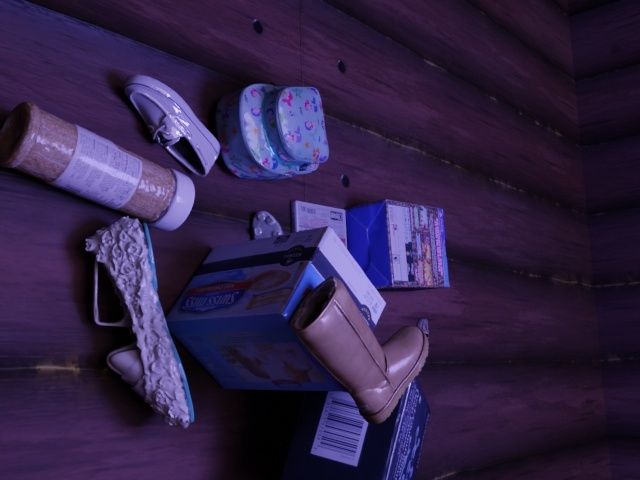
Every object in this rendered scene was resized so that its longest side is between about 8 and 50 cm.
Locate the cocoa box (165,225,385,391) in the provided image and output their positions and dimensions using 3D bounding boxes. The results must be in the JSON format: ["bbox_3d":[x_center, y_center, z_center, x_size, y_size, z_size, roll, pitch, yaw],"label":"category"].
[{"bbox_3d":[-0.094,0.148,1.463,0.231,0.347,0.228,54,47,-28],"label":"cocoa box"}]

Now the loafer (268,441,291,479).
[{"bbox_3d":[-0.058,0.566,1.631,0.078,0.076,0.223,-5,83,-43],"label":"loafer"}]

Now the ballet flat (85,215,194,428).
[{"bbox_3d":[-0.348,0.162,1.354,0.147,0.147,0.409,-14,90,-50],"label":"ballet flat"}]

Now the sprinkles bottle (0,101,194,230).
[{"bbox_3d":[-0.400,-0.126,1.331,0.355,0.121,0.121,25,63,-45],"label":"sprinkles bottle"}]

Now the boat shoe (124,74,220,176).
[{"bbox_3d":[-0.304,-0.231,1.490,0.258,0.095,0.084,41,49,-36],"label":"boat shoe"}]

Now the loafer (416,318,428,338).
[{"bbox_3d":[0.307,0.289,2.156,0.045,0.039,0.125,42,53,-36],"label":"loafer"}]

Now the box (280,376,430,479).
[{"bbox_3d":[0.093,0.446,1.588,0.395,0.211,0.294,62,42,-63],"label":"box"}]

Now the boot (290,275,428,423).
[{"bbox_3d":[0.084,0.169,1.332,0.270,0.089,0.236,56,47,-27],"label":"boot"}]

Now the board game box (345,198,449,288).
[{"bbox_3d":[0.218,0.022,2.025,0.291,0.141,0.232,5,78,-50],"label":"board game box"}]

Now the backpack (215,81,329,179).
[{"bbox_3d":[-0.111,-0.251,1.666,0.253,0.191,0.225,-7,89,-45],"label":"backpack"}]

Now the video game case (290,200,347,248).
[{"bbox_3d":[0.000,0.000,1.864,0.201,0.023,0.184,8,76,-50],"label":"video game case"}]

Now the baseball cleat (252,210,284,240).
[{"bbox_3d":[-0.101,0.031,1.711,0.109,0.072,0.206,66,0,-82],"label":"baseball cleat"}]
